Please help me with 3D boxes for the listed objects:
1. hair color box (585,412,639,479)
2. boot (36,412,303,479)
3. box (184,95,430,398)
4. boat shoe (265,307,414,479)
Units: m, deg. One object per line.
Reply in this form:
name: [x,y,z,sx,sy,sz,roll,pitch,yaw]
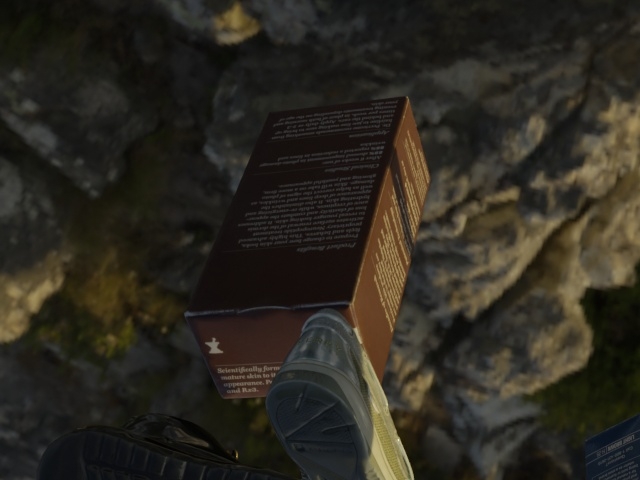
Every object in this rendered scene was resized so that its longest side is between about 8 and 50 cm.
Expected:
hair color box: [0.396,0.389,1.528,0.174,0.347,0.105,31,134,-25]
boot: [-0.039,0.142,0.729,0.198,0.076,0.137,26,-176,7]
box: [0.000,0.000,1.550,0.191,0.381,0.143,-4,127,20]
boat shoe: [0.031,0.204,1.300,0.118,0.103,0.320,0,136,23]
